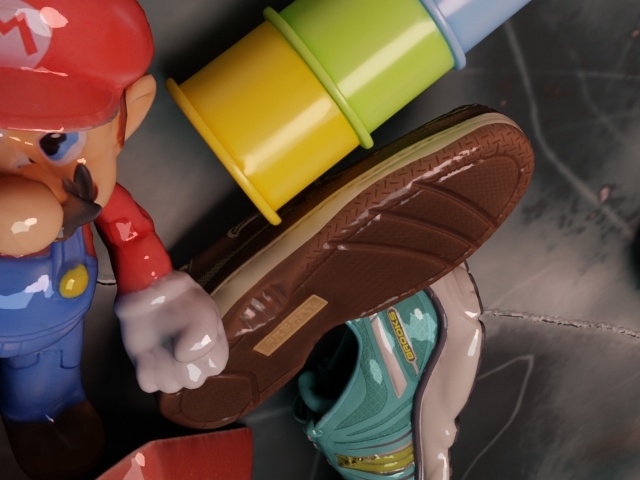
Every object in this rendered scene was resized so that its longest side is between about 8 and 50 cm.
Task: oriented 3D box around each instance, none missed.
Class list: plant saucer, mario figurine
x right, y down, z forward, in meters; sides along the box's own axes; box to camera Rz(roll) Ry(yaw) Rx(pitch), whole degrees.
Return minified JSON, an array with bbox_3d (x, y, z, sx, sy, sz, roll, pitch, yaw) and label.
[{"bbox_3d":[-0.155,0.208,0.727,0.258,0.048,0.259,-37,170,3],"label":"plant saucer"},{"bbox_3d":[-0.151,0.016,0.566,0.198,0.170,0.321,-33,150,-42],"label":"mario figurine"}]

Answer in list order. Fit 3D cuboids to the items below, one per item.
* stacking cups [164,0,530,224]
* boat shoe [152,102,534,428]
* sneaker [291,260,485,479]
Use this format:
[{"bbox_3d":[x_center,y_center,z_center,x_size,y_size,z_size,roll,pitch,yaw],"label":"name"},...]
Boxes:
[{"bbox_3d":[0.071,-0.139,0.639,0.316,0.096,0.096,-38,136,-2],"label":"stacking cups"},{"bbox_3d":[-0.004,-0.003,0.695,0.257,0.095,0.095,-36,138,12],"label":"boat shoe"},{"bbox_3d":[0.034,0.118,0.842,0.110,0.107,0.275,2,123,-8],"label":"sneaker"}]
